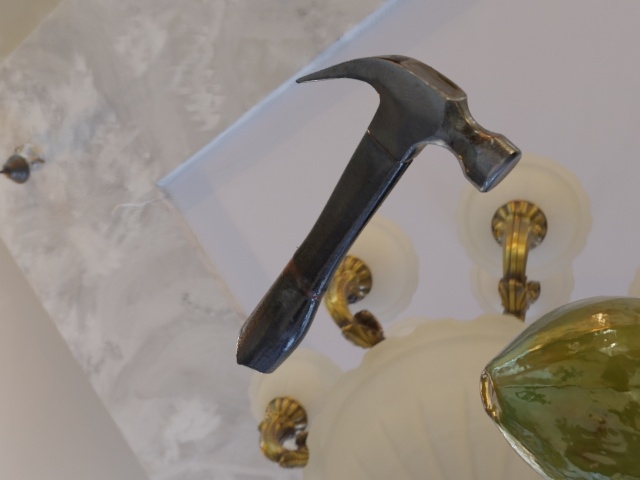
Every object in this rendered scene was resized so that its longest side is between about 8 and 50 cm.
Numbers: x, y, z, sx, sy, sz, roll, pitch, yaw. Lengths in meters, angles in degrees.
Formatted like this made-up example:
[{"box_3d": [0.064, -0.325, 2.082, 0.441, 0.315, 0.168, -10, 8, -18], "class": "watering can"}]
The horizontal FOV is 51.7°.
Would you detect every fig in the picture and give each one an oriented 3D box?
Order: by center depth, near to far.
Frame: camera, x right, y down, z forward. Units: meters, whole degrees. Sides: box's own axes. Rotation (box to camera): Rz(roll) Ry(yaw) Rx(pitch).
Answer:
[{"box_3d": [0.313, 0.176, 0.756, 0.271, 0.239, 0.239, 11, -76, -5], "class": "fig"}]

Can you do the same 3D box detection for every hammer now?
[{"box_3d": [0.000, 0.000, 0.462, 0.137, 0.037, 0.290, 48, -50, 17], "class": "hammer"}]
